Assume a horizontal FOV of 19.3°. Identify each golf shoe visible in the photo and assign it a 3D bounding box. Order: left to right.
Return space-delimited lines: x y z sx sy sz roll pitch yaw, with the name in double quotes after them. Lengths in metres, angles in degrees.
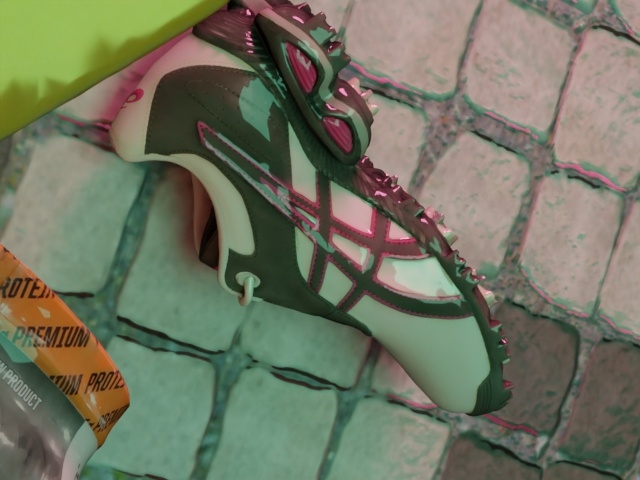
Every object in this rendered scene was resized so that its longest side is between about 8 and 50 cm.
0.000 0.000 0.972 0.120 0.105 0.273 -38 115 -7 "golf shoe"

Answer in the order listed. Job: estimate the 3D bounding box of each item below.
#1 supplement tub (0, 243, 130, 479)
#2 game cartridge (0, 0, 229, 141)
-0.233 0.133 0.749 0.316 0.193 0.193 -49 123 -18 "supplement tub"
-0.179 -0.160 0.660 0.323 0.052 0.285 -32 109 -7 "game cartridge"
